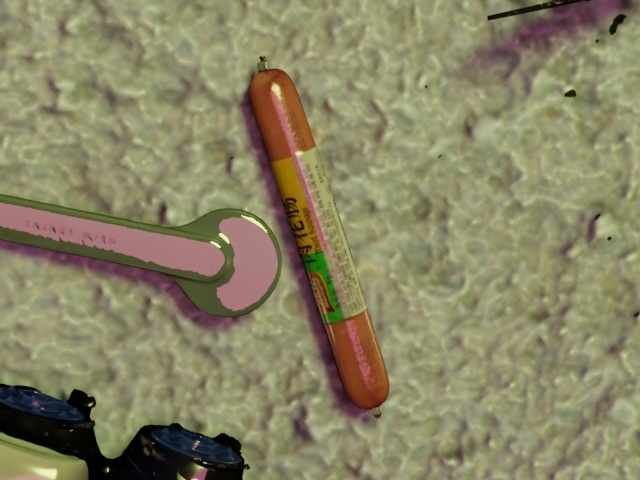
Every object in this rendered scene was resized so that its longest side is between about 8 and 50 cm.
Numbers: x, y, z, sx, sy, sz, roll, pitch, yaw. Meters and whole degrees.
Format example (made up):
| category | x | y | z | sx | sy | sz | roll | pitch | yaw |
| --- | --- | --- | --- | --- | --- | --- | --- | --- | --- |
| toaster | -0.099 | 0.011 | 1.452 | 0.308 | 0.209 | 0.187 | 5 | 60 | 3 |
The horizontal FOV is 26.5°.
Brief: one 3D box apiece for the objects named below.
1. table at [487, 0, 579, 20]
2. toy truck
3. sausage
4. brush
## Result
| category | x | y | z | sx | sy | sz | roll | pitch | yaw |
| --- | --- | --- | --- | --- | --- | --- | --- | --- | --- |
| table | 0.157 | -0.214 | 0.785 | 0.175 | 0.062 | 0.146 | -18 | 100 | -43 |
| toy truck | -0.120 | 0.176 | 0.703 | 0.213 | 0.177 | 0.161 | 16 | 92 | -14 |
| sausage | 0.000 | 0.000 | 0.789 | 0.029 | 0.029 | 0.223 | -19 | 98 | -10 |
| brush | -0.152 | -0.009 | 0.761 | 0.266 | 0.027 | 0.062 | 12 | 91 | -9 |
